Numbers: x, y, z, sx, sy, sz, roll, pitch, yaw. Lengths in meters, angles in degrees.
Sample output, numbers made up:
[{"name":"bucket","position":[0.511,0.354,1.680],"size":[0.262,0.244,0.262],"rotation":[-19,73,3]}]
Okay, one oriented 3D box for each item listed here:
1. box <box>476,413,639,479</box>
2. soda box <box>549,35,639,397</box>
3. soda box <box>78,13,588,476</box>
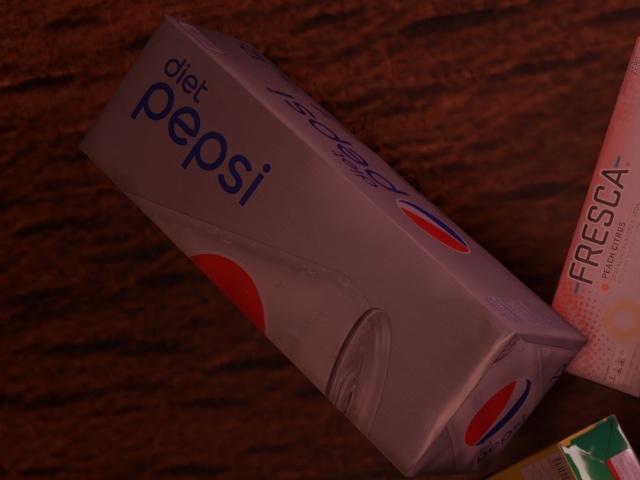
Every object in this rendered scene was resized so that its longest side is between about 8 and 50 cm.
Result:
[{"name":"box","position":[0.122,0.165,0.873],"size":[0.105,0.043,0.179],"rotation":[63,151,9]},{"name":"soda box","position":[0.174,-0.012,0.884],"size":[0.063,0.058,0.183],"rotation":[19,98,19]},{"name":"soda box","position":[0.000,0.000,0.899],"size":[0.286,0.091,0.098],"rotation":[44,107,28]}]
